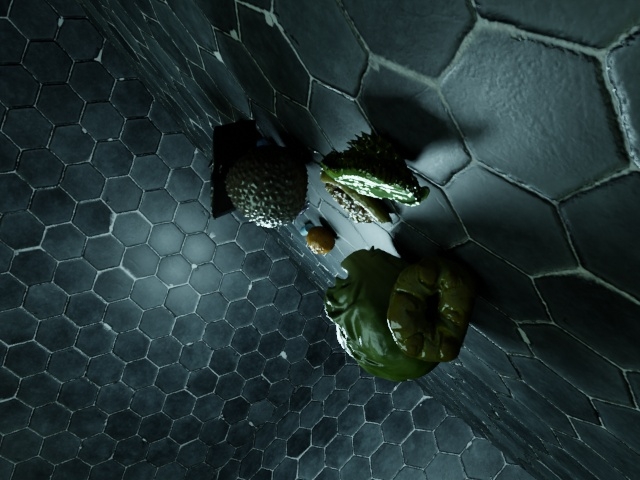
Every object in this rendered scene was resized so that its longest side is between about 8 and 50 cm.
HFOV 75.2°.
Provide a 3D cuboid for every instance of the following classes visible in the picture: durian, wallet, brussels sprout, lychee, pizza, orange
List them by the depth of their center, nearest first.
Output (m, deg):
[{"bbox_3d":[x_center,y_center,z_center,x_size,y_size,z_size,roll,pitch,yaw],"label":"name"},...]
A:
[{"bbox_3d":[0.108,-0.163,0.917,0.375,0.106,0.132,32,164,48],"label":"durian"},{"bbox_3d":[0.099,-0.113,1.244,0.292,0.058,0.197,41,168,26],"label":"pizza"},{"bbox_3d":[0.232,0.256,1.318,0.361,0.342,0.425,30,163,45],"label":"brussels sprout"},{"bbox_3d":[-0.170,-0.185,1.402,0.300,0.300,0.300,44,168,12],"label":"lychee"},{"bbox_3d":[-0.305,-0.255,1.478,0.041,0.247,0.323,15,116,26],"label":"wallet"},{"bbox_3d":[-0.002,-0.001,1.843,0.135,0.117,0.136,46,162,19],"label":"orange"}]

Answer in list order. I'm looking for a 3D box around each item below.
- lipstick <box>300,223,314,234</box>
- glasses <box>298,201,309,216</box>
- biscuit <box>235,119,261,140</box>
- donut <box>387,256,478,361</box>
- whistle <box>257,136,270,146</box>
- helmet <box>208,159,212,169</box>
[{"bbox_3d":[-0.068,-0.054,2.075,0.048,0.048,0.158,48,169,-5],"label":"lipstick"},{"bbox_3d":[-0.103,-0.168,1.781,0.104,0.062,0.140,47,168,5],"label":"glasses"},{"bbox_3d":[-0.273,-0.397,1.679,0.212,0.036,0.212,45,169,12],"label":"biscuit"},{"bbox_3d":[0.276,0.169,1.064,0.208,0.262,0.128,19,179,2],"label":"donut"},{"bbox_3d":[-0.191,-0.305,1.578,0.090,0.090,0.158,31,160,53],"label":"whistle"},{"bbox_3d":[-0.342,-0.299,1.860,0.271,0.197,0.338,45,177,-31],"label":"helmet"}]
